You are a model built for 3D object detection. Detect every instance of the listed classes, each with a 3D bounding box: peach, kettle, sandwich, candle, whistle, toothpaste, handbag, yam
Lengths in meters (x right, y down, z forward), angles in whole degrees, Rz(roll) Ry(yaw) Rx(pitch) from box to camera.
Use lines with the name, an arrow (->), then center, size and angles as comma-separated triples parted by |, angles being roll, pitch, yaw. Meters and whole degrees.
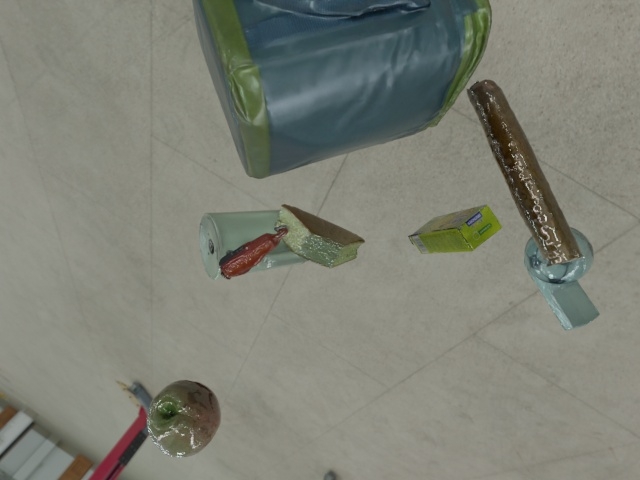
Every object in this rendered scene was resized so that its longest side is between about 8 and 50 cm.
peach -> -0.152, 0.200, 0.457 | 0.083, 0.083, 0.083 | 18, 137, 18
kettle -> -0.190, -0.001, 1.272 | 0.265, 0.318, 0.205 | -23, 76, 56
sandwich -> 0.000, 0.000, 1.057 | 0.258, 0.096, 0.094 | 21, 125, -16
candle -> -0.127, 0.020, 0.804 | 0.162, 0.048, 0.053 | -33, 94, 5
whistle -> 0.609, 0.066, 1.004 | 0.163, 0.164, 0.289 | -47, 63, 49
toothpaste -> 0.376, -0.024, 1.177 | 0.077, 0.110, 0.327 | 55, 170, -3
handbag -> -0.003, -0.219, 0.430 | 0.222, 0.241, 0.263 | 108, 145, -73
yam -> 0.256, -0.092, 0.520 | 0.046, 0.046, 0.263 | -31, 76, 46
